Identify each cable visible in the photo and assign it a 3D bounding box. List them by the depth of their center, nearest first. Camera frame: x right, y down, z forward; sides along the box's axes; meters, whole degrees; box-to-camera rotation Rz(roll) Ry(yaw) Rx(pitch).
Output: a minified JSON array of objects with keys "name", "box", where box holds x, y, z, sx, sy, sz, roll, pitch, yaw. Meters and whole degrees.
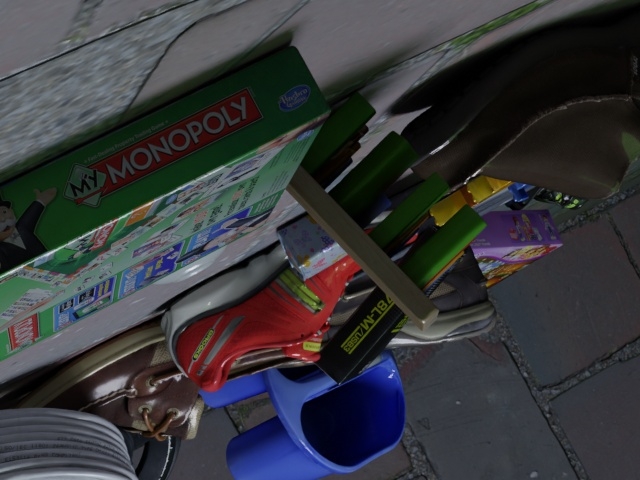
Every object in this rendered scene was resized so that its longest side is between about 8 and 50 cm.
[{"name":"cable","box":[-0.307,0.247,1.837,0.257,0.089,0.257,-9,153,-7]}]

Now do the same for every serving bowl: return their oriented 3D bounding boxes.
[{"name":"serving bowl","box":[-0.106,0.013,1.475,0.083,0.027,0.083,-28,173,-4]}]

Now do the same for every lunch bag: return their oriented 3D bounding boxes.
[{"name":"lunch bag","box":[0.000,0.000,1.751,0.071,0.053,0.083,-31,165,-3]}]

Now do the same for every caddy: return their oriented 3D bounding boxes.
[{"name":"caddy","box":[-0.008,0.185,2.413,0.179,0.241,0.341,-24,177,27]}]

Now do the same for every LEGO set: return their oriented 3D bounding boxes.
[{"name":"LEGO set","box":[0.138,-0.065,1.665,0.093,0.087,0.227,-32,172,25]}]

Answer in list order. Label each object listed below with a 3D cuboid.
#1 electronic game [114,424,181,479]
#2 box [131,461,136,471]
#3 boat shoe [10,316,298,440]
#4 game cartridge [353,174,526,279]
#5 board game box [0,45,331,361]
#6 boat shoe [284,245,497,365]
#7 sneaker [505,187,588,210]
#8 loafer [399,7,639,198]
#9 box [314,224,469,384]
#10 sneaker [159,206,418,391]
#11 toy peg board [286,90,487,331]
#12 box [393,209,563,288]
[{"name":"electronic game","box":[-0.247,0.237,2.033,0.229,0.048,0.229,-22,127,-33]},{"name":"box","box":[-0.290,0.254,2.146,0.126,0.137,0.072,-28,175,-7]},{"name":"boat shoe","box":[-0.161,0.150,1.920,0.342,0.123,0.123,-26,173,-19]},{"name":"game cartridge","box":[0.147,-0.044,2.069,0.294,0.060,0.196,-26,170,-19]},{"name":"board game box","box":[-0.117,-0.011,1.126,0.213,0.046,0.317,-27,174,-13]},{"name":"boat shoe","box":[0.028,0.073,2.174,0.355,0.130,0.132,-8,176,-20]},{"name":"sneaker","box":[0.320,-0.075,2.483,0.188,0.078,0.067,-21,171,-41]},{"name":"loafer","box":[0.209,-0.098,1.497,0.366,0.130,0.134,-23,172,-44]},{"name":"box","box":[0.076,0.066,1.938,0.184,0.045,0.191,-51,173,3]},{"name":"sneaker","box":[-0.018,0.060,1.845,0.279,0.118,0.107,-29,175,3]},{"name":"toy peg board","box":[0.044,-0.023,1.295,0.079,0.161,0.160,-43,174,-1]},{"name":"box","box":[0.148,0.030,2.402,0.293,0.057,0.201,-3,156,-48]}]
